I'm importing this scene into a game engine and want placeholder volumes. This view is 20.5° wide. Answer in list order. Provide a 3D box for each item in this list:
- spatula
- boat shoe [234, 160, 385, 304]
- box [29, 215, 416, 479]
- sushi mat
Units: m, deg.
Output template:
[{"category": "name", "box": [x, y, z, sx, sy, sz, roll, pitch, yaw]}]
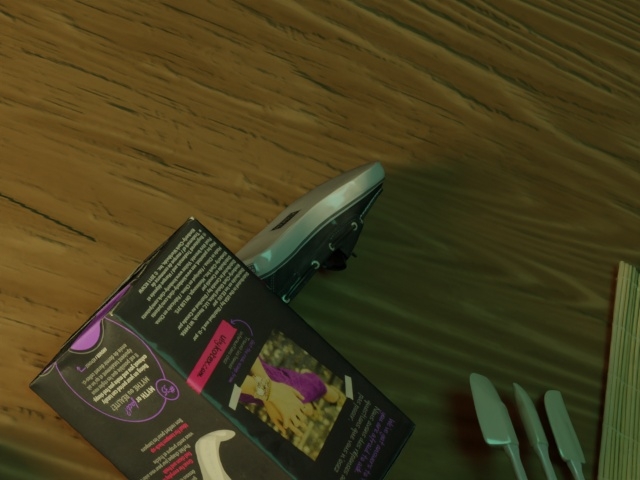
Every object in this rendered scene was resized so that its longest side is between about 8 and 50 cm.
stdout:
[{"category": "spatula", "box": [0.228, 0.247, 1.748, 0.168, 0.019, 0.242, 20, 47, -50]}, {"category": "boat shoe", "box": [0.000, 0.000, 1.729, 0.228, 0.080, 0.076, -42, 109, -46]}, {"category": "box", "box": [-0.083, 0.143, 1.515, 0.270, 0.165, 0.143, 44, 46, -6]}, {"category": "sushi mat", "box": [0.371, 0.178, 1.926, 0.151, 0.019, 0.316, 28, 51, -19]}]
